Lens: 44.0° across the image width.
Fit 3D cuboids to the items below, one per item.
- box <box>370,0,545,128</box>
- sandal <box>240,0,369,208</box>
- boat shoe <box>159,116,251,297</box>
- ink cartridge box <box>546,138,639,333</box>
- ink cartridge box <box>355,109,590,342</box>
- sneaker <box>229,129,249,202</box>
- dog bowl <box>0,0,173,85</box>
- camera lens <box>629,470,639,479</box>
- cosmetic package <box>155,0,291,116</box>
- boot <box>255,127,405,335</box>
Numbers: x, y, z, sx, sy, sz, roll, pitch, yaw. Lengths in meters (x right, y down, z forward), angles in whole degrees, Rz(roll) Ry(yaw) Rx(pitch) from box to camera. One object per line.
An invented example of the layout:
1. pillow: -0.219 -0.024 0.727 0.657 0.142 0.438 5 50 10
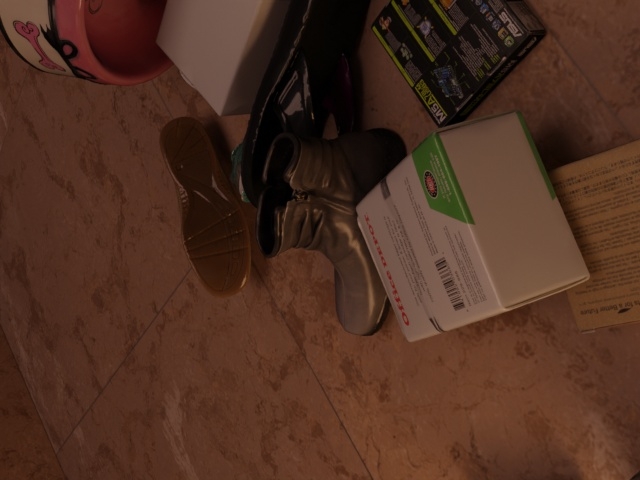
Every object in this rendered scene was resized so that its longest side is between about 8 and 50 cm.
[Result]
1. box: 0.171 -0.274 1.031 0.190 0.045 0.184 59 138 18
2. sandal: -0.008 -0.208 1.158 0.107 0.168 0.445 37 126 28
3. boat shoe: -0.203 -0.059 1.470 0.110 0.122 0.341 80 175 -82
4. ink cartridge box: 0.367 -0.018 0.853 0.235 0.088 0.193 -20 87 48
5. ink cartridge box: 0.169 -0.004 0.982 0.289 0.122 0.211 138 113 -70
6. sneaker: -0.128 -0.152 1.385 0.076 0.065 0.166 42 128 37
7. dog bowl: -0.322 -0.435 1.286 0.150 0.408 0.408 29 123 18
8. camera lens: 0.375 0.352 0.809 0.219 0.274 0.219 17 113 44
9. cosmetic package: -0.097 -0.404 1.210 0.217 0.156 0.385 51 134 26
10. boot: 0.000 0.000 1.160 0.118 0.223 0.338 19 114 47
